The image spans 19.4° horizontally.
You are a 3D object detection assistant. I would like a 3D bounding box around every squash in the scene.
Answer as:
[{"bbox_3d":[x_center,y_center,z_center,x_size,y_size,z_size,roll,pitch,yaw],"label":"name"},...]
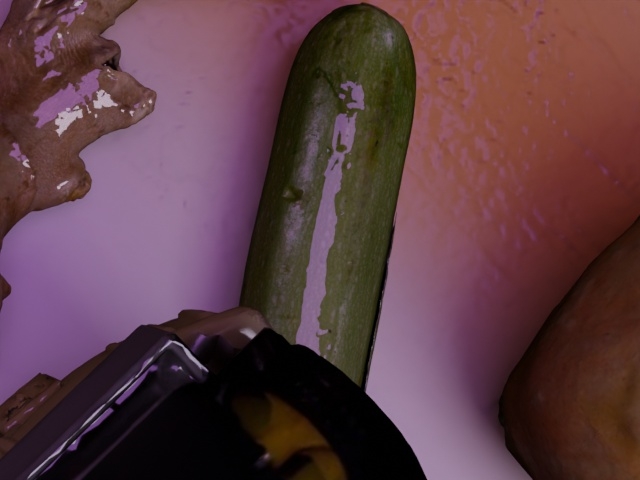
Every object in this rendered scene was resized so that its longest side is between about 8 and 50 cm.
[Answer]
[{"bbox_3d":[0.000,0.000,0.912,0.069,0.069,0.239,12,84,-12],"label":"squash"}]

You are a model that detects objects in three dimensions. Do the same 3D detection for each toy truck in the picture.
[{"bbox_3d":[0.011,0.206,0.809,0.180,0.254,0.405,-44,110,-11],"label":"toy truck"}]

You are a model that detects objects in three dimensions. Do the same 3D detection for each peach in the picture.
[{"bbox_3d":[0.202,0.065,0.899,0.235,0.214,0.214,-9,87,3],"label":"peach"}]

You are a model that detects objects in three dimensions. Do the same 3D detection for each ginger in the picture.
[{"bbox_3d":[-0.134,-0.045,0.889,0.089,0.075,0.288,25,75,-16],"label":"ginger"}]
